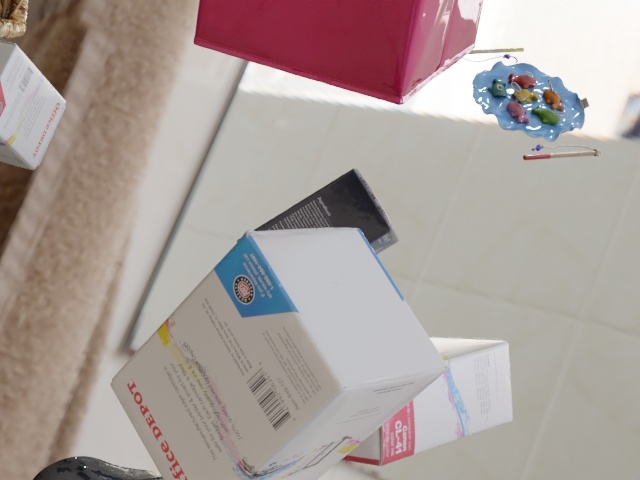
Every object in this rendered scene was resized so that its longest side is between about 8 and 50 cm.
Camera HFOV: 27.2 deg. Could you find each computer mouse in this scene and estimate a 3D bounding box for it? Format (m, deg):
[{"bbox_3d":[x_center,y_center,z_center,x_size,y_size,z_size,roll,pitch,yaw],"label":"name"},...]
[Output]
[{"bbox_3d":[-0.281,0.373,1.865,0.272,0.189,0.072,13,20,-36],"label":"computer mouse"}]

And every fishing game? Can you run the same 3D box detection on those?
[{"bbox_3d":[0.326,-0.221,2.033,0.189,0.264,0.041,-3,-43,-23],"label":"fishing game"}]

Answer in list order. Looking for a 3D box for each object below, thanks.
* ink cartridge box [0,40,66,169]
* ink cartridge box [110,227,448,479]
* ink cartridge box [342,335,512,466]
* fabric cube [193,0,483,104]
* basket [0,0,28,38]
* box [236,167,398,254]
[{"bbox_3d":[-0.472,-0.203,1.989,0.072,0.127,0.175,14,-19,21],"label":"ink cartridge box"},{"bbox_3d":[-0.042,0.125,1.228,0.168,0.232,0.171,-4,55,-52],"label":"ink cartridge box"},{"bbox_3d":[0.102,0.223,1.911,0.226,0.131,0.306,0,4,44],"label":"ink cartridge box"},{"bbox_3d":[0.041,-0.330,1.422,0.254,0.258,0.259,17,28,18],"label":"fabric cube"},{"bbox_3d":[-0.443,-0.374,1.420,0.223,0.299,0.213,-1,0,-4],"label":"basket"},{"bbox_3d":[0.000,0.000,1.938,0.108,0.207,0.153,59,4,9],"label":"box"}]
